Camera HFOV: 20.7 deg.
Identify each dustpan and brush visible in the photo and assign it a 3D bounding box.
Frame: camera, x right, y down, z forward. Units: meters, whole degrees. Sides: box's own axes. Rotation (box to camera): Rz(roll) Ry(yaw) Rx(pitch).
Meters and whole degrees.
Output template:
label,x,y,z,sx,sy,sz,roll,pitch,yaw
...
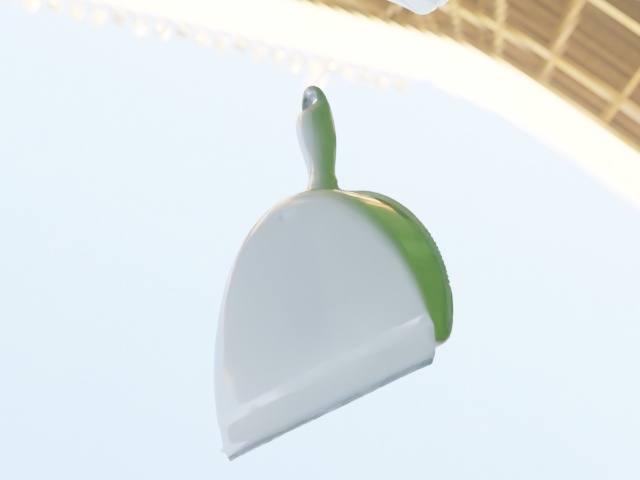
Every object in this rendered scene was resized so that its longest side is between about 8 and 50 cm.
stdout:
label,x,y,z,sx,sy,sz,roll,pitch,yaw
dustpan and brush,0.000,0.000,0.930,0.060,0.147,0.211,21,-132,-49

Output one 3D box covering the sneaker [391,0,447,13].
label,x,y,z,sx,sy,sz,roll,pitch,yaw
sneaker,-0.037,-0.229,1.282,0.292,0.118,0.110,24,-162,-24
